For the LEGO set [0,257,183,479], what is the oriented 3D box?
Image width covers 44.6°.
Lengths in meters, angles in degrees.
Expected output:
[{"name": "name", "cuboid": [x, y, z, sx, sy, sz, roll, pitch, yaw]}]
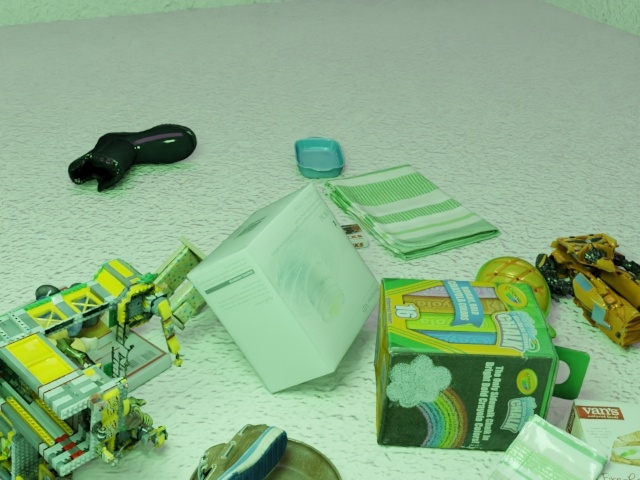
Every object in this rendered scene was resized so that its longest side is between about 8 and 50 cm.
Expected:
[{"name": "LEGO set", "cuboid": [-0.256, 0.205, 0.916, 0.192, 0.331, 0.255, 33, 29, 29]}]

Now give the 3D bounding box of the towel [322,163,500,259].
[{"name": "towel", "cuboid": [0.182, -0.071, 1.657, 0.248, 0.038, 0.325, -14, 34, -26]}]

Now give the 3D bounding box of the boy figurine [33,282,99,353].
[{"name": "boy figurine", "cuboid": [-0.407, 0.162, 1.106, 0.177, 0.092, 0.285, -4, 28, 8]}]

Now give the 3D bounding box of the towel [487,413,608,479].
[{"name": "towel", "cuboid": [0.274, 0.303, 0.983, 0.113, 0.023, 0.152, 26, 66, 41]}]

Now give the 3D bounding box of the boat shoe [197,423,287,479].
[{"name": "boat shoe", "cuboid": [-0.114, 0.286, 0.955, 0.066, 0.066, 0.183, 13, 22, 26]}]

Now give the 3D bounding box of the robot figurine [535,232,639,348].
[{"name": "robot figurine", "cuboid": [0.517, 0.075, 1.388, 0.211, 0.085, 0.291, -6, 32, -16]}]

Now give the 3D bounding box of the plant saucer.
[{"name": "plant saucer", "cuboid": [-0.068, 0.328, 0.976, 0.199, 0.036, 0.198, 1, 30, -1]}]

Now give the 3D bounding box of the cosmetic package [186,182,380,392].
[{"name": "cosmetic package", "cuboid": [-0.043, 0.069, 1.200, 0.138, 0.224, 0.224, -24, 16, 35]}]

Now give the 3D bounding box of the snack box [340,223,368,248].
[{"name": "snack box", "cuboid": [0.000, 0.000, 1.540, 0.178, 0.022, 0.064, -7, 33, -16]}]

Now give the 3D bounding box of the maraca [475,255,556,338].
[{"name": "maraca", "cuboid": [0.330, 0.106, 1.320, 0.127, 0.099, 0.185, -7, 57, 0]}]

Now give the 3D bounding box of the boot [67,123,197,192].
[{"name": "boot", "cuboid": [-0.416, -0.183, 1.745, 0.247, 0.094, 0.207, -2, 27, 6]}]

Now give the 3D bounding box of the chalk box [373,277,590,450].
[{"name": "chalk box", "cuboid": [0.227, 0.176, 1.114, 0.289, 0.180, 0.179, 3, 31, -1]}]

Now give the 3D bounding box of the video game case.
[{"name": "video game case", "cuboid": [-0.404, 0.174, 1.222, 0.285, 0.025, 0.204, 25, 38, 33]}]

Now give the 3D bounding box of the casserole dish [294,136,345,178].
[{"name": "casserole dish", "cuboid": [-0.004, -0.194, 1.851, 0.114, 0.036, 0.188, -1, 30, -6]}]

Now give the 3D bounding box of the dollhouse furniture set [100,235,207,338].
[{"name": "dollhouse furniture set", "cuboid": [-0.223, 0.119, 1.260, 0.101, 0.161, 0.182, 36, 77, 32]}]

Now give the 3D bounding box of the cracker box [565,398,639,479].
[{"name": "cracker box", "cuboid": [0.422, 0.310, 1.008, 0.156, 0.067, 0.232, 3, 30, 2]}]
